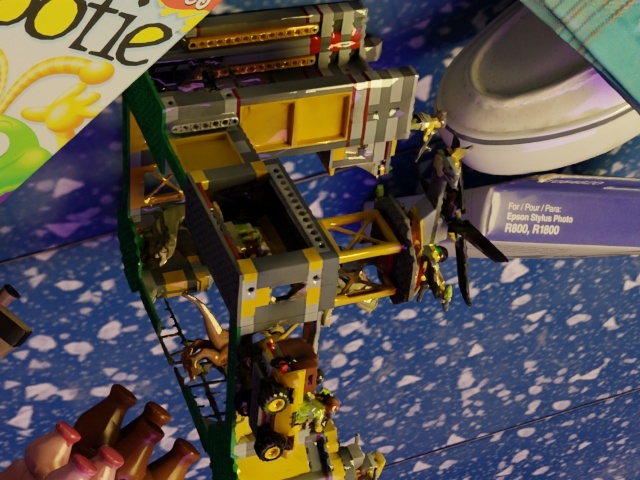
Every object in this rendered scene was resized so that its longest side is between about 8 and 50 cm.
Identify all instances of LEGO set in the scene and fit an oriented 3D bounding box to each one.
[{"bbox_3d":[0.000,0.000,0.870,0.192,0.331,0.255,-10,123,-19],"label":"LEGO set"}]

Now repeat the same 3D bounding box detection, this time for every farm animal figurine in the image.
[{"bbox_3d":[-0.244,0.117,0.812,0.172,0.327,0.330,-52,157,2],"label":"farm animal figurine"}]

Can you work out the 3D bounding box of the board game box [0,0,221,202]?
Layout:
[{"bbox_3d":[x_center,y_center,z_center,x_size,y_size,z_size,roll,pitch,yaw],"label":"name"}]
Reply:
[{"bbox_3d":[-0.185,-0.130,0.718,0.275,0.144,0.142,-38,142,24],"label":"board game box"}]

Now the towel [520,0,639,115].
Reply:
[{"bbox_3d":[0.225,-0.258,0.730,0.271,0.040,0.370,41,117,-12],"label":"towel"}]

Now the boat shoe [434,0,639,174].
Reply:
[{"bbox_3d":[0.222,-0.182,0.869,0.367,0.136,0.156,-28,144,4],"label":"boat shoe"}]

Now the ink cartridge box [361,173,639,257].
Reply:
[{"bbox_3d":[0.180,-0.013,1.042,0.223,0.045,0.224,2,175,-28],"label":"ink cartridge box"}]
